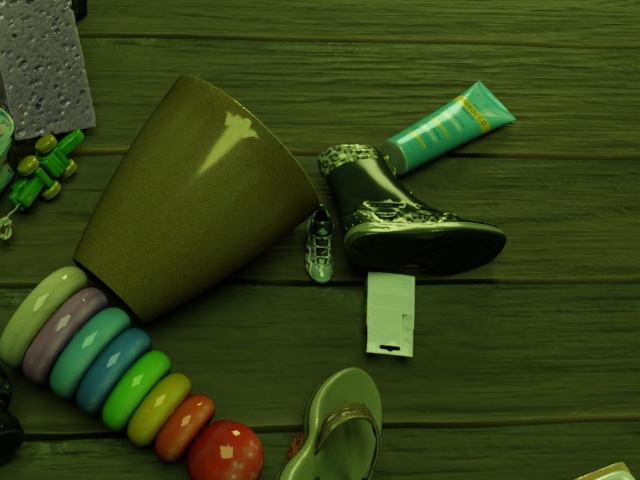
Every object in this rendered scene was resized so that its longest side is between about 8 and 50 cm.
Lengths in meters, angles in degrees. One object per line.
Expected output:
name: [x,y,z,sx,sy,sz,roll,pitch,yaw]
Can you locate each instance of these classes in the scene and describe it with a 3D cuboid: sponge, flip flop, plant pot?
sponge: [-0.370,-0.241,1.563,0.117,0.031,0.210,-16,102,-33]
flip flop: [0.024,0.236,1.346,0.112,0.080,0.277,54,29,-9]
plant pot: [-0.171,-0.029,1.460,0.237,0.237,0.254,38,75,13]

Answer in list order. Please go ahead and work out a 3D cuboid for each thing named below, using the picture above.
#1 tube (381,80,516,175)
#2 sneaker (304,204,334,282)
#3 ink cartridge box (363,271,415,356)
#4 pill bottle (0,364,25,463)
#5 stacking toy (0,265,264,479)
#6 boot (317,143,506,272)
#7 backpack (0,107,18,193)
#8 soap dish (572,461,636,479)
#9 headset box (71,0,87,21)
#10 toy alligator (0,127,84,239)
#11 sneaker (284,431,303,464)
tube: [0.177,-0.156,1.679,0.207,0.052,0.080,-30,76,-29]
sneaker: [0.000,0.000,1.543,0.038,0.069,0.098,-3,61,-10]
ink cartridge box: [0.087,0.098,1.524,0.062,0.029,0.115,7,60,-6]
pill bottle: [-0.426,0.154,1.354,0.122,0.123,0.219,-27,67,-22]
stacking toy: [-0.204,0.177,1.385,0.330,0.141,0.141,37,61,4]
boot: [0.118,-0.048,1.580,0.236,0.085,0.179,1,46,-26]
backpack: [-0.515,-0.092,1.455,0.225,0.191,0.253,29,65,7]
soap dish: [0.305,0.418,1.320,0.229,0.118,0.291,-18,64,-18]
headset box: [-0.490,-0.366,1.642,0.283,0.131,0.246,-38,73,-26]
toy alligator: [-0.373,-0.075,1.541,0.051,0.056,0.190,2,49,43]
sneaker: [-0.006,0.306,1.380,0.067,0.064,0.175,8,62,-28]
